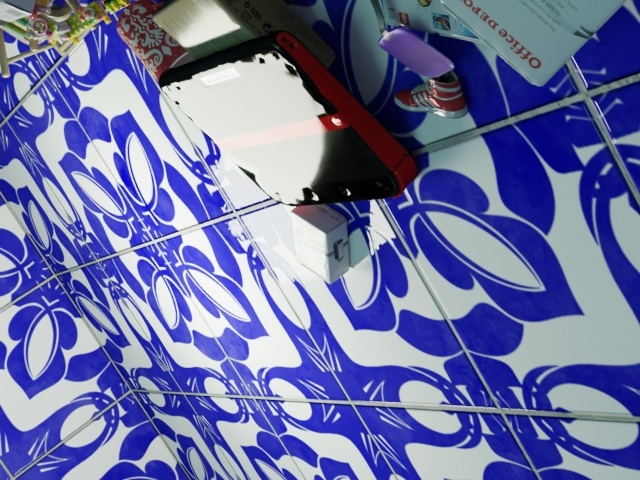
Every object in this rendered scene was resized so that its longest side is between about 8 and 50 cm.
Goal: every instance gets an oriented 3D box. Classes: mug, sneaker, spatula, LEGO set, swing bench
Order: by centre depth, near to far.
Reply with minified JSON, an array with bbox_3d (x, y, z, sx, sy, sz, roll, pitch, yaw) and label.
[{"bbox_3d":[0.058,-0.321,1.195,0.296,0.030,0.084,49,161,-10],"label":"spatula"},{"bbox_3d":[0.151,-0.214,1.290,0.118,0.042,0.067,17,139,36],"label":"sneaker"},{"bbox_3d":[-0.281,-0.375,1.706,0.169,0.150,0.113,46,-173,21],"label":"mug"},{"bbox_3d":[-0.517,-0.440,1.784,0.287,0.107,0.132,8,108,8],"label":"LEGO set"},{"bbox_3d":[-0.643,-0.521,1.988,0.253,0.165,0.255,-7,110,58],"label":"swing bench"}]

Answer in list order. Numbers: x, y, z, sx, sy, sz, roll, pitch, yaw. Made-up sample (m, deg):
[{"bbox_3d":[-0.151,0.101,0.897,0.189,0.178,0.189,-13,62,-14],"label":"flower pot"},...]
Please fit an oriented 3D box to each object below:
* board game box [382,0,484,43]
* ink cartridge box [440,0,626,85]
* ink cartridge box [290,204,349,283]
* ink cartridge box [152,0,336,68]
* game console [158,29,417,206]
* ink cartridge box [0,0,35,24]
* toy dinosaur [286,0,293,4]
[{"bbox_3d":[0.137,-0.396,1.105,0.193,0.053,0.305,24,140,42],"label":"board game box"},{"bbox_3d":[0.250,-0.294,0.958,0.160,0.092,0.219,42,141,1],"label":"ink cartridge box"},{"bbox_3d":[0.000,0.000,1.719,0.099,0.056,0.135,33,145,34],"label":"ink cartridge box"},{"bbox_3d":[-0.122,-0.322,1.449,0.234,0.088,0.193,41,157,-24],"label":"ink cartridge box"},{"bbox_3d":[-0.056,-0.184,1.492,0.342,0.060,0.386,46,154,-26],"label":"game console"},{"bbox_3d":[-0.553,-0.584,1.694,0.175,0.069,0.371,2,80,47],"label":"ink cartridge box"},{"bbox_3d":[-0.062,-0.404,1.418,0.090,0.047,0.082,-24,83,18],"label":"toy dinosaur"}]
